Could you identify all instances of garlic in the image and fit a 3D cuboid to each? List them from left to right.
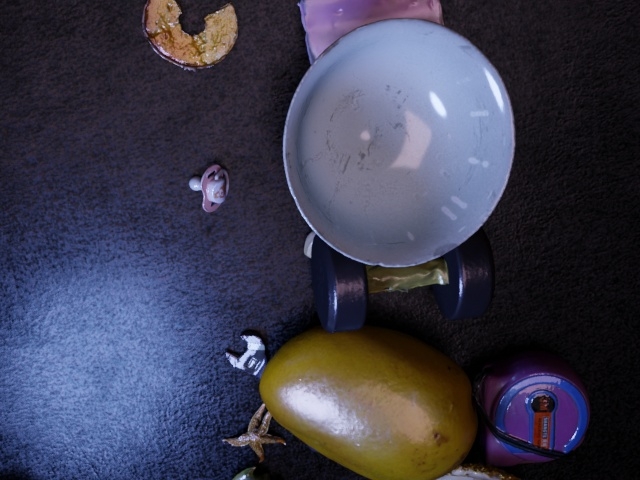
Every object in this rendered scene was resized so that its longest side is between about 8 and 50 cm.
[{"bbox_3d":[0.000,0.001,1.873,0.083,0.041,0.053,-32,126,7],"label":"garlic"}]

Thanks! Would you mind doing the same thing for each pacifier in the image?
[{"bbox_3d":[-0.221,-0.108,1.823,0.078,0.081,0.099,15,127,25],"label":"pacifier"}]

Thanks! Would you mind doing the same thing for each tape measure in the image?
[{"bbox_3d":[0.433,0.347,1.941,0.245,0.149,0.231,-2,106,3],"label":"tape measure"}]

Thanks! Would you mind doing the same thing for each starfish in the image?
[{"bbox_3d":[-0.144,0.417,1.953,0.130,0.041,0.133,-14,103,0],"label":"starfish"}]

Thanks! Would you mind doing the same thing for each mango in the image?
[{"bbox_3d":[0.100,0.321,1.862,0.446,0.232,0.300,18,101,2],"label":"mango"}]

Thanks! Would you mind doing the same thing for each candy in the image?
[{"bbox_3d":[0.097,-0.409,1.748,0.265,0.116,0.155,-13,104,-2],"label":"candy"}]

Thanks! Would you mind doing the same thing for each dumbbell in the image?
[{"bbox_3d":[0.155,0.065,1.804,0.322,0.204,0.203,-5,103,-10],"label":"dumbbell"}]

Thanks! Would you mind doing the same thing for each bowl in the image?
[{"bbox_3d":[0.119,-0.182,1.702,0.435,0.196,0.434,-3,102,-15],"label":"bowl"}]

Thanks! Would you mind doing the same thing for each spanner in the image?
[{"bbox_3d":[-0.087,0.326,1.949,0.087,0.024,0.316,-33,105,4],"label":"spanner"}]

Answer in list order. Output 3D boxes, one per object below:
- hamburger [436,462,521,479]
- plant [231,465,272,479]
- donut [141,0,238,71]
[{"bbox_3d":[0.333,0.571,1.924,0.294,0.179,0.276,-22,122,41],"label":"hamburger"},{"bbox_3d":[-0.226,0.607,1.931,0.333,0.180,0.251,-7,93,0],"label":"plant"},{"bbox_3d":[-0.249,-0.397,1.744,0.181,0.078,0.146,15,102,-15],"label":"donut"}]
